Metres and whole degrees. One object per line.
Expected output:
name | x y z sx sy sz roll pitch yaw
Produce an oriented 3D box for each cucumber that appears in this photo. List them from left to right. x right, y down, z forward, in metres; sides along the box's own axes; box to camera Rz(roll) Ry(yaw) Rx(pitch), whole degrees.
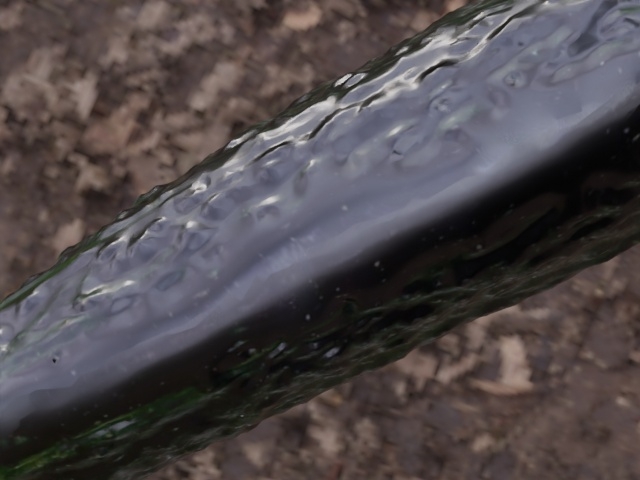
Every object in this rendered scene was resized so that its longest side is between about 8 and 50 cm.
cucumber | 0.000 0.000 0.462 0.241 0.074 0.074 -28 57 10
